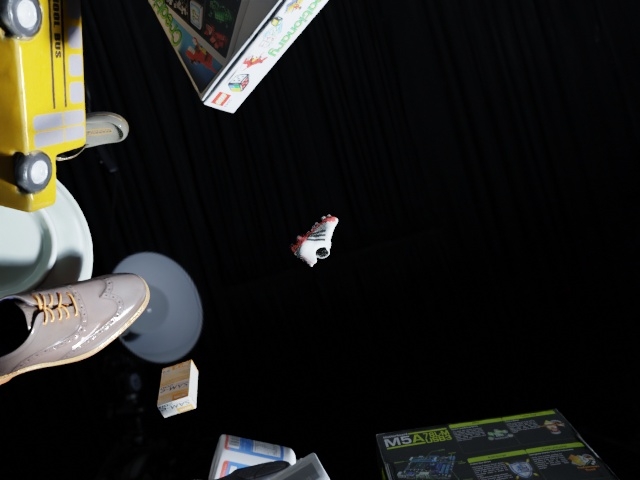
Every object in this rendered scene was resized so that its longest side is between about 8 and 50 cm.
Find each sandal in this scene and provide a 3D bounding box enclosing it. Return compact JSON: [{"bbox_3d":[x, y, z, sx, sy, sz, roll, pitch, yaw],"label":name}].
[{"bbox_3d":[-0.455,-0.175,0.904,0.219,0.060,0.090,-9,154,-10],"label":"sandal"}]

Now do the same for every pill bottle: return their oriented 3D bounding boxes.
[{"bbox_3d":[-0.127,0.511,1.111,0.221,0.124,0.124,16,174,-9],"label":"pill bottle"}]

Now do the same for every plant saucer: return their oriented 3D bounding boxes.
[{"bbox_3d":[-0.575,0.008,0.861,0.100,0.401,0.400,-17,178,41],"label":"plant saucer"}]

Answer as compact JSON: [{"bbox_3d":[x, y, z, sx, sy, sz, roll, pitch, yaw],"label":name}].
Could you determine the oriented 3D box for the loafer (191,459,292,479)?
[{"bbox_3d":[-0.187,0.445,0.825,0.302,0.095,0.109,-10,173,-8],"label":"loafer"}]

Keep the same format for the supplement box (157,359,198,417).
[{"bbox_3d":[-0.270,0.279,0.960,0.062,0.036,0.098,-18,-149,-1],"label":"supplement box"}]

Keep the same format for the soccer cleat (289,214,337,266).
[{"bbox_3d":[0.000,0.000,0.546,0.029,0.035,0.083,-48,174,37],"label":"soccer cleat"}]

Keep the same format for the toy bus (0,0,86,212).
[{"bbox_3d":[-0.366,-0.210,0.611,0.108,0.333,0.130,12,-157,9],"label":"toy bus"}]

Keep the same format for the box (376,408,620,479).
[{"bbox_3d":[0.157,0.224,0.425,0.190,0.045,0.184,-7,-164,-4],"label":"box"}]

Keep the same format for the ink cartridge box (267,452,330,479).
[{"bbox_3d":[-0.060,0.342,0.611,0.145,0.045,0.179,-22,143,-23],"label":"ink cartridge box"}]

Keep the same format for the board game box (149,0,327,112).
[{"bbox_3d":[-0.119,-0.324,0.567,0.193,0.305,0.053,-40,157,28],"label":"board game box"}]

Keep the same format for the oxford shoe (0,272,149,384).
[{"bbox_3d":[-0.430,0.133,0.809,0.363,0.130,0.133,-28,170,-43],"label":"oxford shoe"}]
